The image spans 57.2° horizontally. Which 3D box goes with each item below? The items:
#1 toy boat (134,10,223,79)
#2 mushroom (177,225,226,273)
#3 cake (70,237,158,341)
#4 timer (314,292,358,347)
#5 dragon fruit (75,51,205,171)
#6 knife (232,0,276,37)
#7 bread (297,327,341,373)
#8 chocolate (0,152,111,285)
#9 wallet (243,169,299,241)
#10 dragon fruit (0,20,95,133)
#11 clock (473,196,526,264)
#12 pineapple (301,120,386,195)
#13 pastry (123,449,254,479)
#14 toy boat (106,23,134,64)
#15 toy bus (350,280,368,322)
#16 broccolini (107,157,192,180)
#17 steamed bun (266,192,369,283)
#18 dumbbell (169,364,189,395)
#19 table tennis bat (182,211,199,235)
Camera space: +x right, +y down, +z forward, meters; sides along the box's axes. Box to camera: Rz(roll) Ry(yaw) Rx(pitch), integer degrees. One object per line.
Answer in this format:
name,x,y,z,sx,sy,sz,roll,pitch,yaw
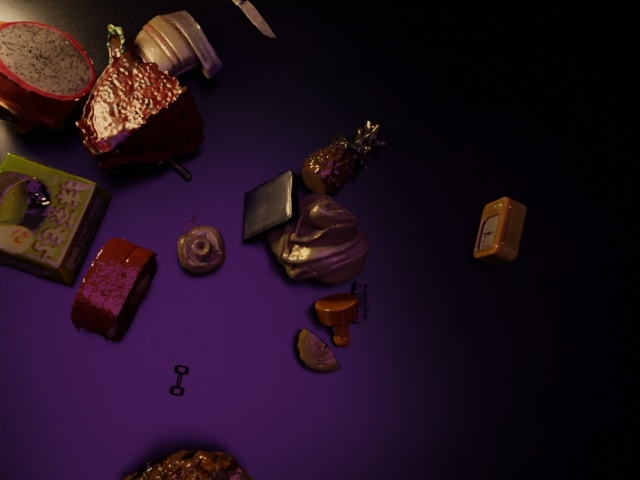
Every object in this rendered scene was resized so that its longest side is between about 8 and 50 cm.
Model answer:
toy boat,-0.472,-0.592,1.819,0.294,0.111,0.275,-17,75,-7
mushroom,-0.344,0.027,1.703,0.148,0.112,0.147,1,84,-8
cake,-0.556,0.131,1.593,0.151,0.177,0.282,26,72,-7
timer,0.059,0.251,1.762,0.132,0.132,0.152,-14,106,-16
dragon fruit,-0.545,-0.332,1.686,0.286,0.228,0.329,36,71,18
knife,-0.254,-0.784,1.956,0.298,0.017,0.047,47,66,0
bread,-0.011,0.338,1.729,0.157,0.083,0.094,35,75,-2
chocolate,-0.772,-0.064,1.605,0.289,0.137,0.300,20,74,-9
wallet,-0.147,-0.099,1.726,0.036,0.222,0.167,20,58,-43
dragon fruit,-0.807,-0.437,1.643,0.306,0.226,0.305,24,46,-27
clock,0.587,-0.029,1.926,0.096,0.143,0.202,21,73,-16
pineapple,0.076,-0.273,1.868,0.170,0.141,0.310,38,62,23
pastry,-0.350,0.666,1.429,0.338,0.405,0.292,-16,84,6
toy boat,-0.615,-0.500,1.761,0.099,0.109,0.292,16,73,-41
toy bus,0.123,0.191,1.820,0.052,0.037,0.130,6,75,-17
broccolini,-0.522,-0.219,1.747,0.272,0.062,0.123,19,80,-11
steamed bun,0.003,-0.001,1.745,0.276,0.203,0.289,-26,86,-16
dumbbell,-0.397,0.393,1.646,0.036,0.040,0.083,4,74,20
table tennis bat,-0.386,-0.047,1.763,0.050,0.007,0.083,17,76,-9
